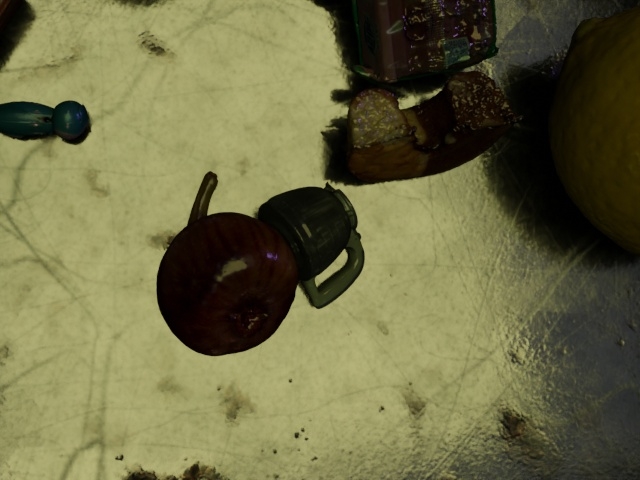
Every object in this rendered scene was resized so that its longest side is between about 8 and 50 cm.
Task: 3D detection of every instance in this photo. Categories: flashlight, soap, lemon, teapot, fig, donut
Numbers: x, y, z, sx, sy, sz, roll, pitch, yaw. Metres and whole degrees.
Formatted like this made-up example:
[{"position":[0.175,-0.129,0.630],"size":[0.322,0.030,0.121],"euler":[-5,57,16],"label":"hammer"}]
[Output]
[{"position":[-0.350,-0.151,1.244],"size":[0.129,0.051,0.051],"euler":[4,88,-3],"label":"flashlight"},{"position":[0.127,-0.337,1.222],"size":[0.217,0.098,0.274],"euler":[-11,112,-10],"label":"soap"},{"position":[0.439,-0.126,1.226],"size":[0.335,0.336,0.336],"euler":[0,88,-8],"label":"lemon"},{"position":[0.002,-0.004,1.258],"size":[0.108,0.111,0.149],"euler":[-33,87,-21],"label":"teapot"},{"position":[-0.127,0.036,1.230],"size":[0.175,0.207,0.175],"euler":[-19,129,-26],"label":"fig"},{"position":[0.118,-0.140,1.264],"size":[0.217,0.141,0.085],"euler":[-10,71,-19],"label":"donut"}]

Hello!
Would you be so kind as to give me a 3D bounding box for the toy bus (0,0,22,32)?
[{"position":[-0.498,-0.158,1.201],"size":[0.092,0.093,0.409],"euler":[33,85,-13],"label":"toy bus"}]
